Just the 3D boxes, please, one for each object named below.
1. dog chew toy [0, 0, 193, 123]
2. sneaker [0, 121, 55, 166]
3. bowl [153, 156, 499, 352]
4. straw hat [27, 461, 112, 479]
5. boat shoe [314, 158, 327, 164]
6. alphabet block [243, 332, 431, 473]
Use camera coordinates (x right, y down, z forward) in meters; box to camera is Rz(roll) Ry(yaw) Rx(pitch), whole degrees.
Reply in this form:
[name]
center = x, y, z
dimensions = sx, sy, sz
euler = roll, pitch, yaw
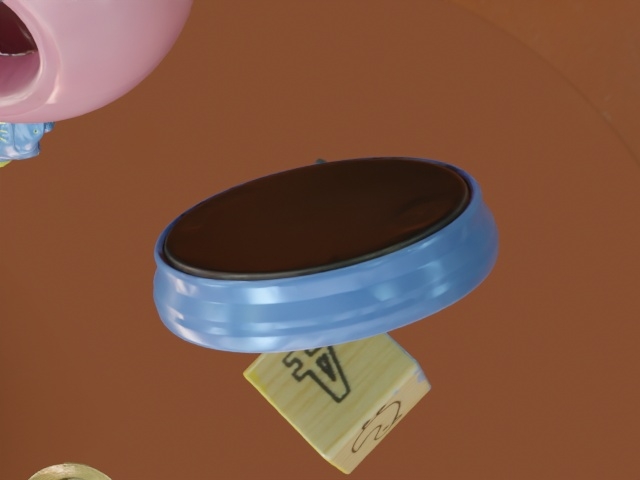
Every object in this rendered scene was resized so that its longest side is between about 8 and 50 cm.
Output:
[dog chew toy]
center = -0.153, -0.229, 0.693
dimensions = 0.206, 0.207, 0.332
euler = 15, 53, -1
[sneaker]
center = -0.412, -0.197, 1.506
dimensions = 0.126, 0.240, 0.091
euler = -4, 47, -11
[bowl]
center = 0.000, 0.000, 1.291
dimensions = 0.391, 0.391, 0.077
euler = -14, 111, -5
[straw hat]
center = -0.336, 0.340, 1.596
dimensions = 0.144, 0.061, 0.144
euler = -2, 123, -3
[boat shoe]
center = -0.024, -0.026, 1.612
dimensions = 0.079, 0.254, 0.095
euler = 31, 57, -6
[alphabet block]
center = 0.030, 0.216, 1.785
dimensions = 0.197, 0.192, 0.193
euler = -46, 68, -5
